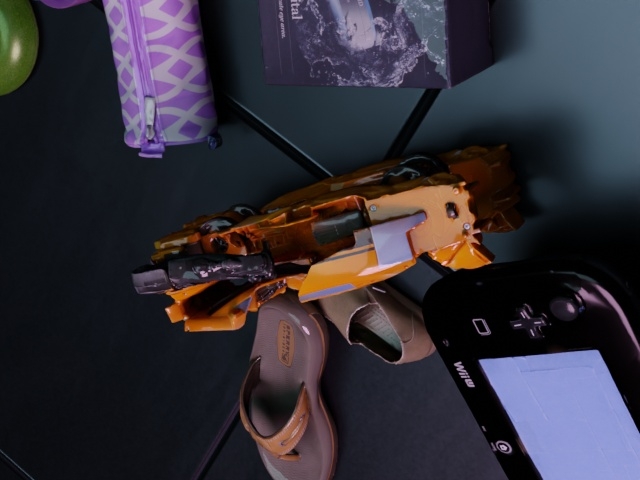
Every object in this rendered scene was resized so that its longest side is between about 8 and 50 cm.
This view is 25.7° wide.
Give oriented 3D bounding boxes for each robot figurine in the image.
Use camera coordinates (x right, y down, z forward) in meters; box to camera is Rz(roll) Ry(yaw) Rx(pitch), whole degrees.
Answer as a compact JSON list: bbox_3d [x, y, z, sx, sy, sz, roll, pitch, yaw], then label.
[{"bbox_3d":[0.000,0.000,1.077,0.291,0.211,0.085,-15,99,24],"label":"robot figurine"}]

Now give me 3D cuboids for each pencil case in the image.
[{"bbox_3d":[-0.141,-0.172,1.159,0.086,0.088,0.206,-3,105,28],"label":"pencil case"}]

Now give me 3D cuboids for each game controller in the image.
[{"bbox_3d":[0.199,0.143,1.048,0.166,0.067,0.319,-15,118,31],"label":"game controller"}]

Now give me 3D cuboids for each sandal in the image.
[{"bbox_3d":[-0.033,0.141,1.211,0.090,0.060,0.219,25,133,26],"label":"sandal"}]

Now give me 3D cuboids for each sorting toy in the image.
[{"bbox_3d":[-0.355,-0.170,1.257,0.365,0.126,0.127,-24,95,34],"label":"sorting toy"}]

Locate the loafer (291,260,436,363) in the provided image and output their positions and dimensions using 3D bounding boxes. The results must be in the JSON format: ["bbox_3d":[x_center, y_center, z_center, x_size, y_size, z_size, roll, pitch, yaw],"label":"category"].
[{"bbox_3d":[0.030,0.053,1.165,0.148,0.050,0.056,29,119,17],"label":"loafer"}]

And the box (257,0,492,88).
[{"bbox_3d":[0.039,-0.198,1.046,0.158,0.093,0.156,4,109,27],"label":"box"}]
